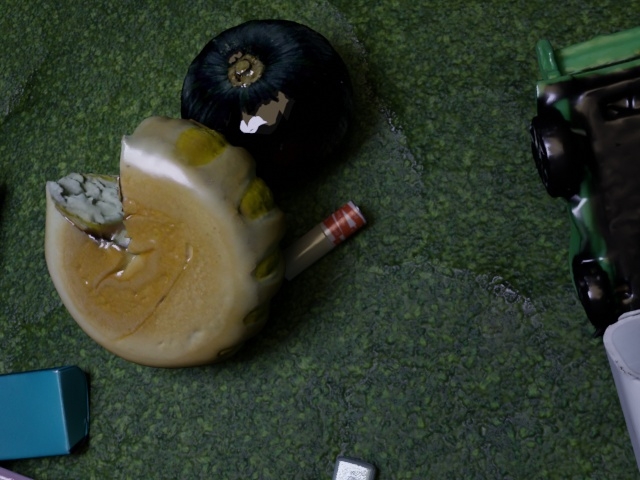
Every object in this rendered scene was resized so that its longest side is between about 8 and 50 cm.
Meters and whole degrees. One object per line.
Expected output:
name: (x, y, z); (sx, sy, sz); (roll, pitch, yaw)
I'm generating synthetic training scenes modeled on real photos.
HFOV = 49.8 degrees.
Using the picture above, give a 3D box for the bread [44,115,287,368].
bread: (-0.183, 0.011, 0.861); (0.333, 0.160, 0.333); (9, 116, 18)

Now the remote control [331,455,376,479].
remote control: (0.030, 0.321, 0.813); (0.053, 0.018, 0.124); (8, 77, 20)

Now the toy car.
toy car: (0.350, -0.069, 0.748); (0.213, 0.176, 0.359); (-15, 94, 12)

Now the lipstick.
lipstick: (0.000, 0.000, 0.907); (0.130, 0.038, 0.038); (-36, 67, 4)

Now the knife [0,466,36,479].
knife: (-0.466, 0.314, 0.913); (0.398, 0.038, 0.132); (17, 111, 8)

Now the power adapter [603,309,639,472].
power adapter: (0.398, 0.188, 0.657); (0.187, 0.124, 0.255); (-17, 107, 13)

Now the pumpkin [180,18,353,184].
pumpkin: (-0.073, -0.182, 0.918); (0.233, 0.163, 0.233); (-5, 70, 14)

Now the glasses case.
glasses case: (-0.470, 0.246, 0.964); (0.301, 0.070, 0.117); (-8, 88, 13)
